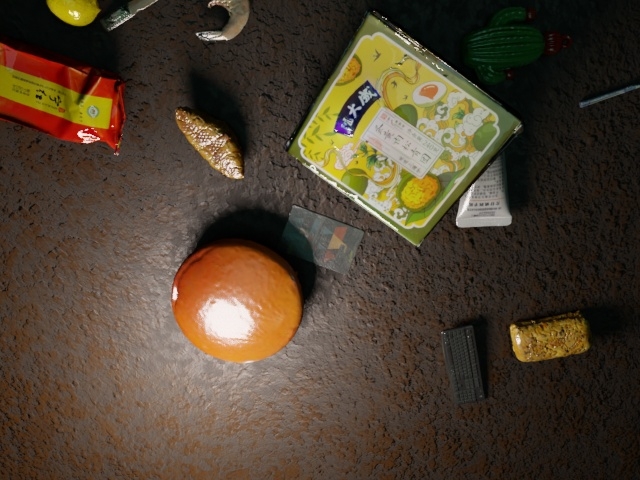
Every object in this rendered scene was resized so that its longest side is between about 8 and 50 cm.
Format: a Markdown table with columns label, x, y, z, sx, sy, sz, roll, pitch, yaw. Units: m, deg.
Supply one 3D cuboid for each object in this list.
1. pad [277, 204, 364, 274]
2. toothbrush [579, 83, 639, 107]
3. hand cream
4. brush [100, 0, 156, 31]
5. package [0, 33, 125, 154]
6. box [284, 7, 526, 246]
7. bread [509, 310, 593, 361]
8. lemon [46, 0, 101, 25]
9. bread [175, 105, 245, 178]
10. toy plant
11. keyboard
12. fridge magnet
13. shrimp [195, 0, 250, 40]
| label | x | y | z | sx | sy | sz | roll | pitch | yaw |
| --- | --- | --- | --- | --- | --- | --- | --- | --- | --- |
| pad | 0.000 | 0.000 | 1.398 | 0.211 | 0.003 | 0.143 | 20 | 108 | -4 |
| toothbrush | 0.740 | -0.369 | 1.235 | 0.219 | 0.016 | 0.019 | -19 | 104 | 9 |
| hand cream | 0.418 | -0.178 | 1.277 | 0.139 | 0.089 | 0.314 | 0 | 111 | 12 |
| brush | -0.453 | -0.568 | 1.228 | 0.190 | 0.027 | 0.034 | -26 | 106 | 10 |
| package | -0.673 | -0.365 | 1.254 | 0.423 | 0.123 | 0.196 | 17 | 110 | -3 |
| box | 0.184 | -0.252 | 1.186 | 0.420 | 0.138 | 0.373 | 36 | 118 | -1 |
| bread | 0.640 | 0.269 | 1.412 | 0.211 | 0.083 | 0.114 | -14 | 102 | 6 |
| lemon | -0.585 | -0.567 | 1.193 | 0.133 | 0.109 | 0.109 | 26 | 107 | -14 |
| bread | -0.269 | -0.257 | 1.292 | 0.105 | 0.076 | 0.233 | -36 | 110 | 25 |
| toy plant | 0.447 | -0.465 | 1.185 | 0.240 | 0.088 | 0.155 | -29 | 89 | 4 |
| keyboard | 0.402 | 0.315 | 1.458 | 0.103 | 0.041 | 0.381 | -13 | 107 | 7 |
| fridge magnet | -0.224 | 0.164 | 1.382 | 0.363 | 0.155 | 0.364 | 1 | 108 | 3 |
| shrimp | -0.278 | -0.562 | 1.212 | 0.219 | 0.046 | 0.152 | 22 | 104 | -5 |
